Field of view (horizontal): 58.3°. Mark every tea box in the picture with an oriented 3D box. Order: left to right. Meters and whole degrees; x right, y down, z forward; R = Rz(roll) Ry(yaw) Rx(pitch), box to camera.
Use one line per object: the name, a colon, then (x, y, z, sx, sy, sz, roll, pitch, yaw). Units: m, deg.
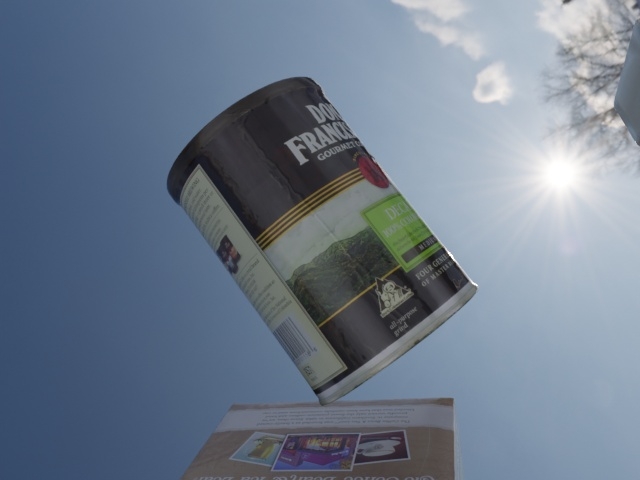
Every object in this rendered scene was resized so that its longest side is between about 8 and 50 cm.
tea box: (0.026, 0.399, 0.740, 0.220, 0.329, 0.323, -49, -47, -71)

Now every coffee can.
coffee can: (0.000, 0.000, 0.606, 0.202, 0.201, 0.275, -29, -102, -45)

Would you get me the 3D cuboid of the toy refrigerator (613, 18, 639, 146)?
toy refrigerator: (0.452, -0.168, 0.564, 0.270, 0.102, 0.094, -4, -136, 7)
